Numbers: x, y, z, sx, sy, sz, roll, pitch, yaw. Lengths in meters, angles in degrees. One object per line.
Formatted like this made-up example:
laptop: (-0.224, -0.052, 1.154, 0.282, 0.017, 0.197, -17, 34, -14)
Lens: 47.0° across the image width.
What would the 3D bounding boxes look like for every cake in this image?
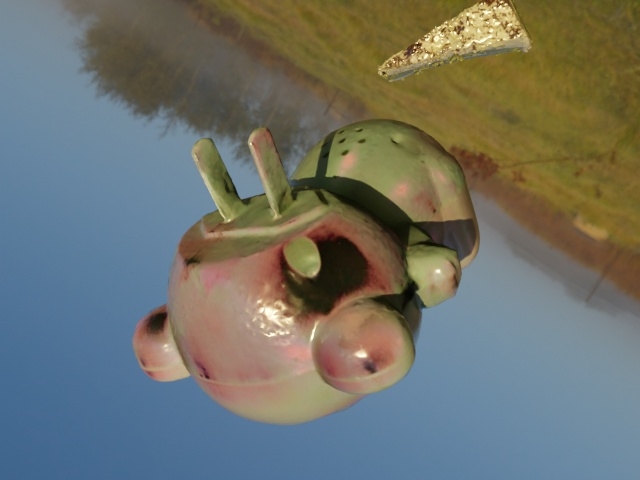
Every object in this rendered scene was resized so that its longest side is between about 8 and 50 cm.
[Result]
cake: (0.118, -0.185, 0.672, 0.140, 0.055, 0.051, -10, 178, 21)

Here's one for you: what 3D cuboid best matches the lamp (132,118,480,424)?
lamp: (0.000, 0.000, 0.611, 0.247, 0.248, 0.301, 0, -148, 34)
